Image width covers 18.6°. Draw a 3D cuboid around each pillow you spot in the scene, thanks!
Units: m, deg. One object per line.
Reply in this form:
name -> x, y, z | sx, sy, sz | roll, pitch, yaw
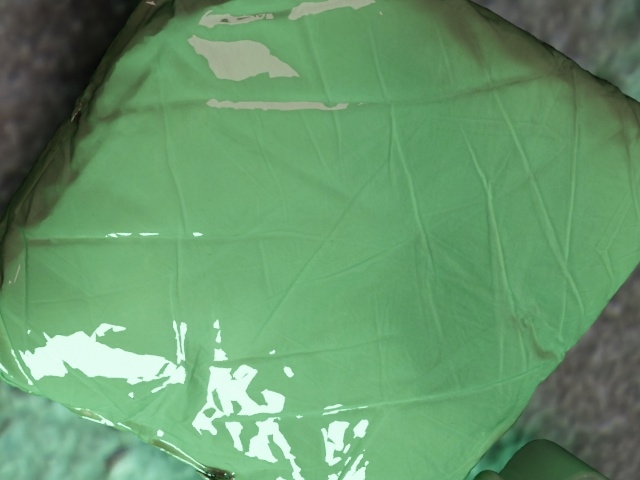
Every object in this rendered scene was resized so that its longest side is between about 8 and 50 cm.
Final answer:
pillow -> 0.000, -0.002, 0.906 | 0.281, 0.076, 0.274 | 29, 108, -24

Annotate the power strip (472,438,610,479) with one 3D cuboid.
power strip -> 0.204, 0.234, 1.032 | 0.385, 0.062, 0.091 | 42, 84, -27
